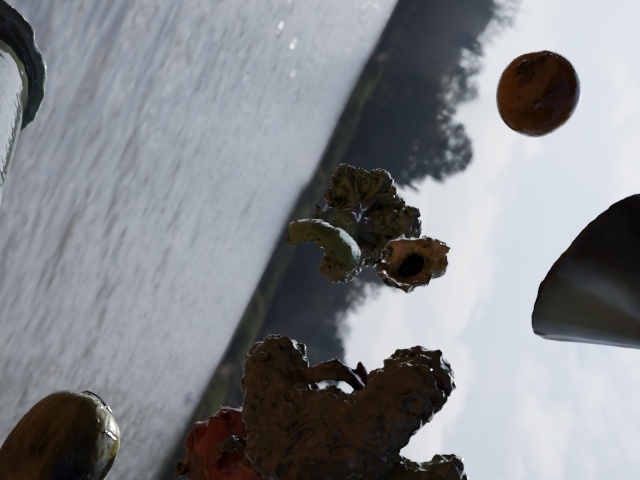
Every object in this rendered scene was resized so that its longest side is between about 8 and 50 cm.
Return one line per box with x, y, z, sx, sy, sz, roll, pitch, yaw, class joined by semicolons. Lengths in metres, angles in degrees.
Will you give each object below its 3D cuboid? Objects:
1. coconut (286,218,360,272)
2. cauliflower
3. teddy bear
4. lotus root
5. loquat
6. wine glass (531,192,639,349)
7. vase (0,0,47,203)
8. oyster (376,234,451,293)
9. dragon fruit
0.004;-0.003;1.652;0.158;0.133;0.055;33;-80;49;coconut
0.069;-0.032;2.124;0.256;0.239;0.315;-52;161;10;cauliflower
0.063;0.320;1.416;0.357;0.367;0.224;-3;-138;40;teddy bear
-0.392;0.335;1.431;0.278;0.154;0.154;-58;179;-36;lotus root
0.352;-0.237;1.618;0.141;0.141;0.141;-64;-178;5;loquat
0.523;0.148;1.361;0.267;0.406;0.267;-33;146;-26;wine glass
-0.452;-0.134;1.151;0.291;0.245;0.245;-101;-147;-54;vase
0.155;0.048;1.688;0.133;0.072;0.209;-22;-159;-7;oyster
-0.118;0.439;1.755;0.269;0.250;0.291;-10;-111;60;dragon fruit
